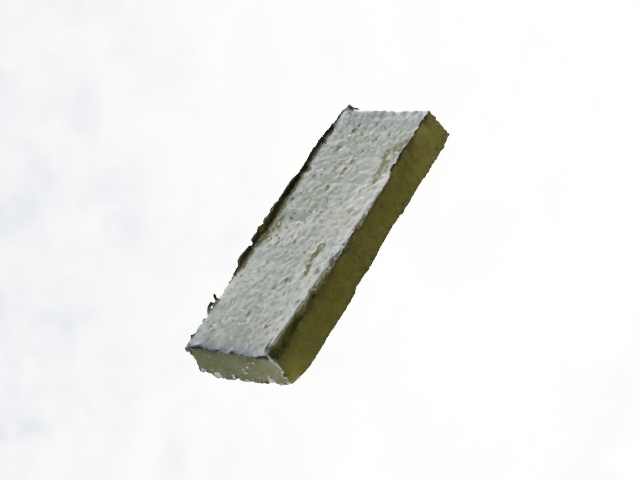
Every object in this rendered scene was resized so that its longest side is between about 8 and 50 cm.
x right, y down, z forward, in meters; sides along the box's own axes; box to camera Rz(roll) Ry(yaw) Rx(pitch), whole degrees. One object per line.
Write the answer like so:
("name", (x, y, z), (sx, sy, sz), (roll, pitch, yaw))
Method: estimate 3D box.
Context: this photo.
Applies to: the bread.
("bread", (0.000, 0.000, 0.875), (0.028, 0.068, 0.153), (46, -115, -32))
